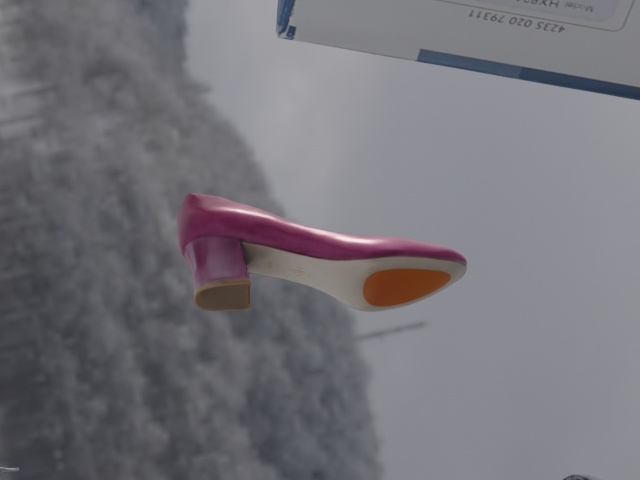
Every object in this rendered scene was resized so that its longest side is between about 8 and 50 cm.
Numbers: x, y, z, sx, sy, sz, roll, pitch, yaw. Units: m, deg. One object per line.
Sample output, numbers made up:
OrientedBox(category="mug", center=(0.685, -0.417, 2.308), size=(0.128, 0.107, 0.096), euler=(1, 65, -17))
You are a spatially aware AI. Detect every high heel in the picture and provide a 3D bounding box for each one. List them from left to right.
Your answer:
OrientedBox(category="high heel", center=(0.000, 0.000, 1.667), size=(0.082, 0.244, 0.117), euler=(90, -9, -52))

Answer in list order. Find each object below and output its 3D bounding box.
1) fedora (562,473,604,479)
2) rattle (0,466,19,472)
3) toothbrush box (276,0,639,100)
OrientedBox(category="fedora", center=(0.180, 0.329, 1.285), size=(0.334, 0.152, 0.334), euler=(158, -90, -78))
OrientedBox(category="rattle", center=(-0.319, 0.156, 1.408), size=(0.130, 0.200, 0.142), euler=(-76, 167, -59))
OrientedBox(category="toothbrush box", center=(0.111, -0.185, 0.578), size=(0.126, 0.216, 0.295), euler=(106, -9, -51))
